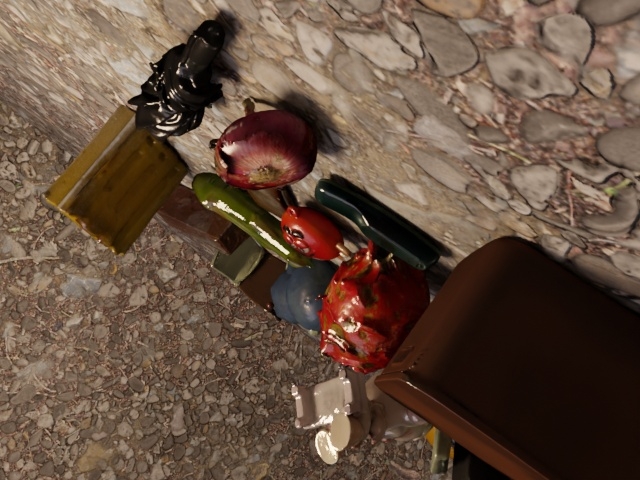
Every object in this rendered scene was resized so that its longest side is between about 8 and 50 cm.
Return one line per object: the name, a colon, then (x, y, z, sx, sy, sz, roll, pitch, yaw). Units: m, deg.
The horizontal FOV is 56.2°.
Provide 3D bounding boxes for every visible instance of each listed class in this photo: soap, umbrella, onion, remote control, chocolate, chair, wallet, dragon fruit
soap: (-0.468, -0.135, 1.395, 0.143, 0.281, 0.259, 33, 166, 21)
umbrella: (-0.193, -0.224, 0.838, 0.118, 0.118, 0.340, 39, 161, -15)
onion: (-0.079, -0.146, 0.827, 0.149, 0.140, 0.150, -8, 157, -4)
remote control: (0.086, -0.026, 0.930, 0.221, 0.042, 0.072, 33, 165, 6)
chocolate: (-0.342, -0.064, 1.712, 0.321, 0.112, 0.112, 25, 161, 37)
remote control: (0.210, 0.230, 0.978, 0.038, 0.286, 0.123, 8, 152, 15)
chair: (-0.179, 0.107, 1.824, 0.186, 0.160, 0.319, 36, 169, 23)
wallet: (-0.115, -0.107, 1.170, 0.137, 0.031, 0.255, 26, 166, 22)
dragon fruit: (0.101, 0.107, 1.045, 0.209, 0.205, 0.268, 14, 124, 11)

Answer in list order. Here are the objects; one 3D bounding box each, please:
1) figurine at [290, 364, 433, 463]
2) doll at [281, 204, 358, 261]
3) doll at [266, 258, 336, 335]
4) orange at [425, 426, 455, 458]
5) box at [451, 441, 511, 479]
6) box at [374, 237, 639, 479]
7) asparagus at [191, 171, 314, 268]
figurine: (0.089, 0.270, 0.977, 0.256, 0.182, 0.145, 12, -141, -43)
doll: (0.000, 0.000, 1.155, 0.183, 0.085, 0.217, 24, 170, 31)
doll: (-0.029, 0.134, 1.518, 0.258, 0.153, 0.228, -15, 89, 55)
orange: (0.371, 0.461, 1.564, 0.236, 0.236, 0.236, 33, 167, 9)
box: (0.372, 0.361, 1.002, 0.359, 0.350, 0.091, 38, 133, -13)
box: (0.281, 0.186, 0.781, 0.339, 0.229, 0.239, 34, 167, 4)
asparagus: (-0.140, -0.042, 1.328, 0.343, 0.082, 0.085, 34, 172, 12)
